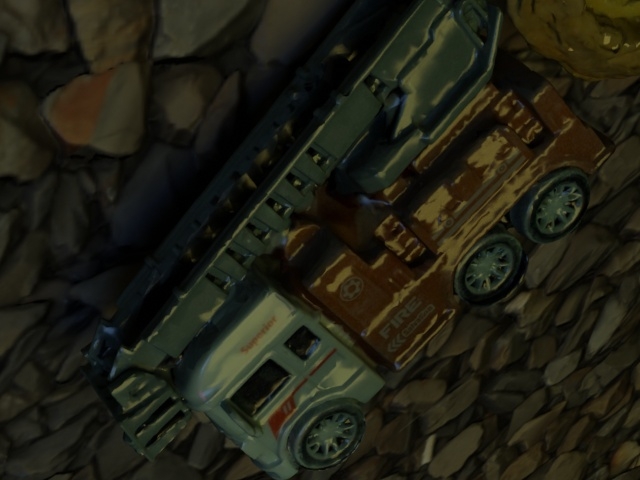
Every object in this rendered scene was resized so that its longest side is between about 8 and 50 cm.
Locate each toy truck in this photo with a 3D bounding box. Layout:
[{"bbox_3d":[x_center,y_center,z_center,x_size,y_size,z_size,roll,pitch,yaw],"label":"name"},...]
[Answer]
[{"bbox_3d":[0.000,0.000,0.761,0.338,0.133,0.184,-46,134,2],"label":"toy truck"}]

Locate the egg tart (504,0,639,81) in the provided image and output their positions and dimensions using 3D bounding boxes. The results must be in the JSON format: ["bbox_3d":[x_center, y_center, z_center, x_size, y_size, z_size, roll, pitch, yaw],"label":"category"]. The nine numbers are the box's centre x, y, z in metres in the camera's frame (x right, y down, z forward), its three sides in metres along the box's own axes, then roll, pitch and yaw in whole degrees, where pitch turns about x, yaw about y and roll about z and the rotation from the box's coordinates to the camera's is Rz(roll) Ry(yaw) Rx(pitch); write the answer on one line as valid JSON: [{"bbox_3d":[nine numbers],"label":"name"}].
[{"bbox_3d":[0.206,-0.227,0.744,0.278,0.095,0.279,-22,135,-24],"label":"egg tart"}]
